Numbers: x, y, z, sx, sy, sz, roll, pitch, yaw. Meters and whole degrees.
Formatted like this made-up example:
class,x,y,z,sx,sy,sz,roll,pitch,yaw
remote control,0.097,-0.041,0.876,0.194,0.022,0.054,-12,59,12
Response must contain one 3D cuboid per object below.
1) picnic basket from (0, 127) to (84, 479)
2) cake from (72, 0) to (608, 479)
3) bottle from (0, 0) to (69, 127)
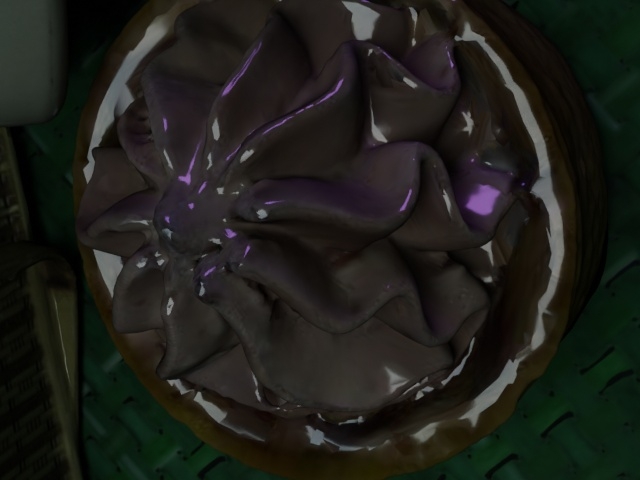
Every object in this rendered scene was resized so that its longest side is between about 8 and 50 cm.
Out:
class,x,y,z,sx,sy,sz,roll,pitch,yaw
picnic basket,-0.217,0.099,0.580,0.175,0.228,0.313,-2,105,23
cake,0.000,0.000,0.500,0.185,0.178,0.208,-12,103,23
bottle,-0.218,-0.089,0.487,0.253,0.120,0.120,-6,105,-14
